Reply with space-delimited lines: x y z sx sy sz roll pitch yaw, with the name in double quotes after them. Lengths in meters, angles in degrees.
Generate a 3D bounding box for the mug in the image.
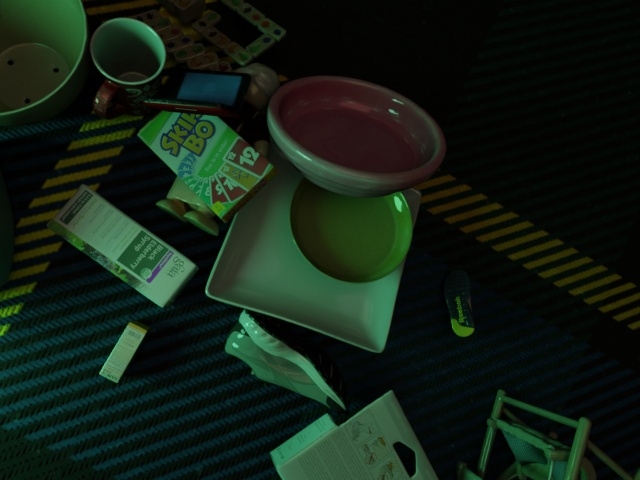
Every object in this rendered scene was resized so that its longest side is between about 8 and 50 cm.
-0.345 -0.283 0.834 0.150 0.169 0.113 -36 95 -18 "mug"

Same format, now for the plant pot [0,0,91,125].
-0.515 -0.309 0.798 0.284 0.191 0.284 1 83 -11 "plant pot"

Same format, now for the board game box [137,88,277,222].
-0.206 -0.158 0.832 0.124 0.039 0.259 -45 69 -6 "board game box"

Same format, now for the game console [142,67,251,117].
-0.204 -0.256 0.804 0.144 0.124 0.085 7 97 9 "game console"

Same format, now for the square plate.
0.000 0.000 0.921 0.344 0.049 0.347 20 71 -9 "square plate"

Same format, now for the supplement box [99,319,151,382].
-0.341 0.193 0.842 0.036 0.062 0.098 29 79 -9 "supplement box"

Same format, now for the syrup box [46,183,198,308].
-0.339 0.015 0.846 0.237 0.096 0.093 37 78 -5 "syrup box"

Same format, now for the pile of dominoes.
-0.219 -0.417 0.905 0.251 0.040 0.196 40 71 15 "pile of dominoes"

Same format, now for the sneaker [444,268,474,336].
0.286 0.131 0.988 0.053 0.059 0.144 -6 66 18 "sneaker"

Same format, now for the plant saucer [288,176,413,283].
0.056 -0.034 0.899 0.241 0.037 0.241 4 73 -14 "plant saucer"

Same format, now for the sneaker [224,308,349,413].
-0.057 0.235 0.891 0.271 0.100 0.108 39 103 -8 "sneaker"

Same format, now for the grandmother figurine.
-0.182 -0.190 0.903 0.208 0.104 0.342 25 77 7 "grandmother figurine"

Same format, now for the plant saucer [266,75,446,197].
0.063 -0.191 0.892 0.332 0.084 0.332 8 45 -9 "plant saucer"

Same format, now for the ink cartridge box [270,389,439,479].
0.077 0.433 0.874 0.239 0.060 0.275 -30 104 -14 "ink cartridge box"

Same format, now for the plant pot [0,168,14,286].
-0.621 -0.008 0.724 0.247 0.248 0.252 -18 104 -13 "plant pot"

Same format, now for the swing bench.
0.386 0.442 0.867 0.165 0.253 0.254 40 77 -5 "swing bench"
